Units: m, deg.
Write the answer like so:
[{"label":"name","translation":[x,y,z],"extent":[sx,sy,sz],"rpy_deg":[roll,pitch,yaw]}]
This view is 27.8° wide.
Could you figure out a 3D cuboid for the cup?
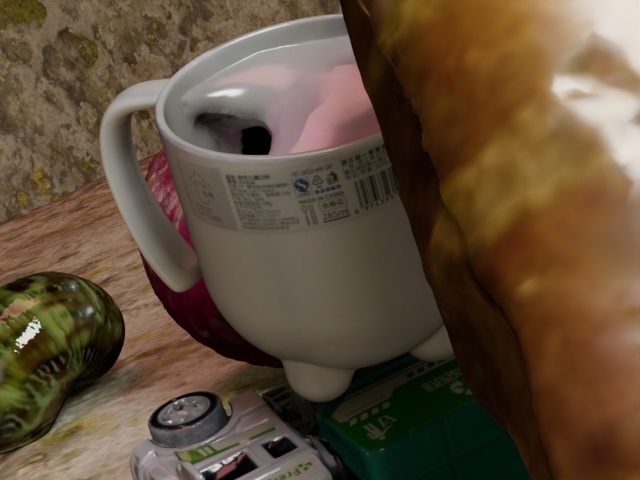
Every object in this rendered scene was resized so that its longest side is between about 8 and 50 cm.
[{"label":"cup","translation":[-0.013,-0.008,0.589],"extent":[0.173,0.142,0.134],"rpy_deg":[-10,33,2]}]

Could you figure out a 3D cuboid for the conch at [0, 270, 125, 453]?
[{"label":"conch","translation":[-0.270,0.101,1.173],"extent":[0.187,0.124,0.181],"rpy_deg":[-29,8,-5]}]

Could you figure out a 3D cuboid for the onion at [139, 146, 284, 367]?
[{"label":"onion","translation":[-0.004,-0.009,1.006],"extent":[0.256,0.272,0.230],"rpy_deg":[-19,35,44]}]

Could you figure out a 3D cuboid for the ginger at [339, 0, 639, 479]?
[{"label":"ginger","translation":[0.137,-0.025,0.392],"extent":[0.254,0.418,0.176],"rpy_deg":[-25,-33,8]}]

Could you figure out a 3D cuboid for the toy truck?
[{"label":"toy truck","translation":[0.043,0.098,0.637],"extent":[0.253,0.114,0.124],"rpy_deg":[-24,22,-20]}]
